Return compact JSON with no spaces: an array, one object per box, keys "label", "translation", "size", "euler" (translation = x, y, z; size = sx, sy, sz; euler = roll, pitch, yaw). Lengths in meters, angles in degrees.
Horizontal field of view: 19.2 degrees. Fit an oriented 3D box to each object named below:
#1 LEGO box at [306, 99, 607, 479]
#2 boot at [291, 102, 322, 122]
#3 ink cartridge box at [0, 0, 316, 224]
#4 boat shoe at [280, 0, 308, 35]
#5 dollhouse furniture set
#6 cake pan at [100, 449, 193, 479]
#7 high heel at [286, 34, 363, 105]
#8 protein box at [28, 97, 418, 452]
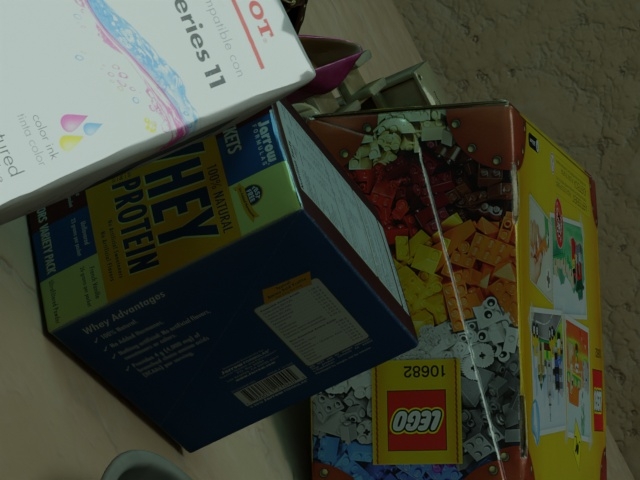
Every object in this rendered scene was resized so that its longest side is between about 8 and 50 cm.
[{"label":"LEGO box","translation":[0.149,0.090,1.872],"size":[0.500,0.193,0.372],"euler":[21,67,-72]},{"label":"boot","translation":[0.000,0.000,1.915],"size":[0.207,0.090,0.248],"euler":[43,40,-77]},{"label":"ink cartridge box","translation":[-0.146,-0.142,1.145],"size":[0.353,0.119,0.207],"euler":[-27,92,-41]},{"label":"boat shoe","translation":[-0.045,-0.296,2.241],"size":[0.207,0.073,0.073],"euler":[88,2,-62]},{"label":"dollhouse furniture set","translation":[0.041,-0.109,2.307],"size":[0.212,0.161,0.242],"euler":[62,35,-11]},{"label":"cake pan","translation":[-0.082,0.274,1.172],"size":[0.293,0.054,0.293],"euler":[59,14,-25]},{"label":"high heel","translation":[-0.042,-0.198,1.971],"size":[0.082,0.117,0.244],"euler":[62,14,25]},{"label":"protein box","translation":[-0.070,0.020,1.366],"size":[0.201,0.200,0.136],"euler":[49,19,-49]}]
